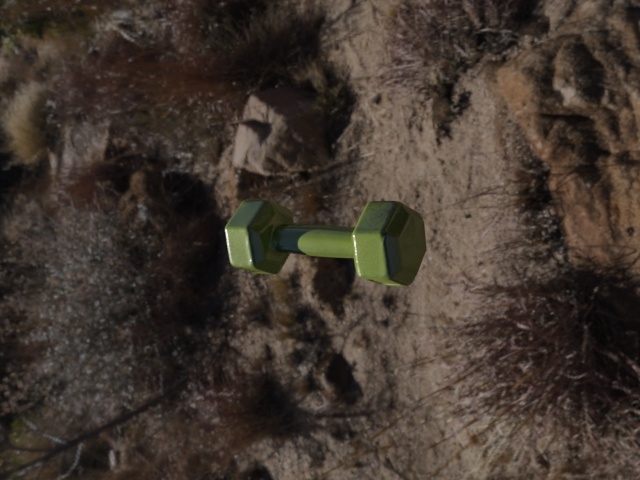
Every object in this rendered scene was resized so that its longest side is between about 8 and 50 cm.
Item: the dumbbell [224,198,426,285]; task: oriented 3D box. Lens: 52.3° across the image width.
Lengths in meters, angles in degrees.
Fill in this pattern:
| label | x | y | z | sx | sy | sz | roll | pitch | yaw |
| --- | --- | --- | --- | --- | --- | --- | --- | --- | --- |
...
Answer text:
| label | x | y | z | sx | sy | sz | roll | pitch | yaw |
| --- | --- | --- | --- | --- | --- | --- | --- | --- | --- |
| dumbbell | 0.000 | 0.000 | 0.939 | 0.302 | 0.121 | 0.108 | 4 | 78 | 34 |
